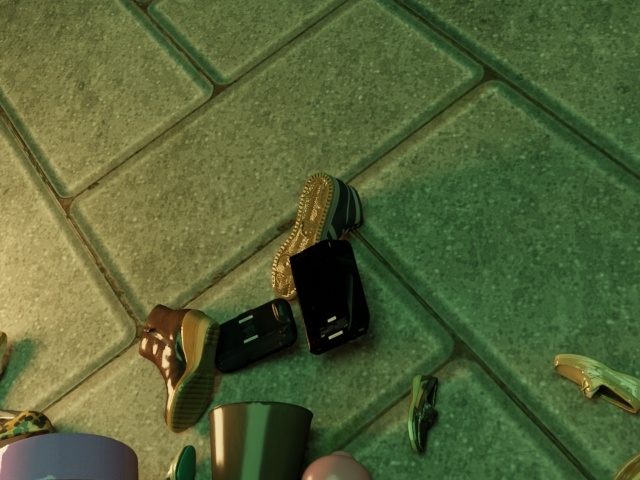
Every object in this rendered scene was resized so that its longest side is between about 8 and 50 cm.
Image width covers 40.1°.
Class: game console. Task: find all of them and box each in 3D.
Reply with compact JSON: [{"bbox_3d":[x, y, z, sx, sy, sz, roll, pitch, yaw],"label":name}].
[{"bbox_3d":[-0.075,0.148,1.762,0.361,0.044,0.213,-26,58,22],"label":"game console"}]

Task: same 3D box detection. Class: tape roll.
[{"bbox_3d":[-0.475,0.455,1.617,0.274,0.275,0.090,-17,52,8],"label":"tape roll"}]

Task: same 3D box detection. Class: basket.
[{"bbox_3d":[-0.116,0.425,1.591,0.204,0.154,0.227,-8,59,17],"label":"basket"}]

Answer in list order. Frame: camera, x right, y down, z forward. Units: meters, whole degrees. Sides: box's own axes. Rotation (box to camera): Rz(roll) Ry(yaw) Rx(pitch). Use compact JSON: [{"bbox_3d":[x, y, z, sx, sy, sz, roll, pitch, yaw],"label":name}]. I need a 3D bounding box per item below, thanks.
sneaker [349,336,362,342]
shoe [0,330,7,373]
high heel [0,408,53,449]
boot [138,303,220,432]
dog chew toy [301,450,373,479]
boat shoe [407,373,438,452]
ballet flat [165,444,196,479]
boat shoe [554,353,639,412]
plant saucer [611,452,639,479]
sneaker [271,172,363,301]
[{"bbox_3d":[0.025,0.141,1.772,0.065,0.076,0.166,-43,54,-10],"label":"sneaker"},{"bbox_3d":[-0.761,0.306,1.967,0.076,0.058,0.219,-6,49,41],"label":"shoe"},{"bbox_3d":[-0.670,0.458,1.796,0.186,0.093,0.261,1,49,28],"label":"high heel"},{"bbox_3d":[-0.308,0.260,1.824,0.206,0.090,0.249,6,75,44],"label":"boot"},{"bbox_3d":[0.011,0.509,1.459,0.206,0.207,0.332,-3,49,18],"label":"dog chew toy"},{"bbox_3d":[0.191,0.314,1.607,0.049,0.056,0.152,-8,55,22],"label":"boat shoe"},{"bbox_3d":[-0.277,0.471,1.674,0.052,0.057,0.168,-12,53,24],"label":"ballet flat"},{"bbox_3d":[0.485,0.251,1.538,0.170,0.063,0.059,18,59,28],"label":"boat shoe"},{"bbox_3d":[0.546,0.414,1.378,0.200,0.037,0.200,-34,27,20],"label":"plant saucer"},{"bbox_3d":[0.000,0.000,1.877,0.099,0.153,0.282,25,99,29],"label":"sneaker"}]
